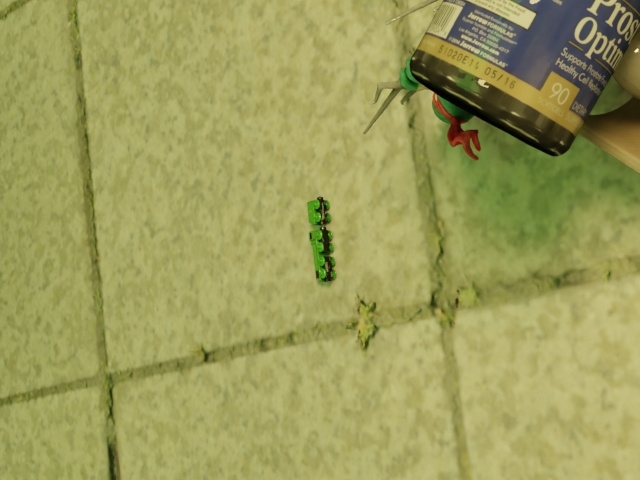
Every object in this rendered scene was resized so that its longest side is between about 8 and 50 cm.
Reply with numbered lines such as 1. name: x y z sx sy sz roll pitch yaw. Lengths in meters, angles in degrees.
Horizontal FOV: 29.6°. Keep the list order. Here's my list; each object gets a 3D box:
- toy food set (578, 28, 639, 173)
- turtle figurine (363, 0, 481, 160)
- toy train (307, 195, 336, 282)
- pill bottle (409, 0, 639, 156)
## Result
1. toy food set: 0.289 -0.173 0.780 0.220 0.092 0.306 49 122 56
2. turtle figurine: 0.139 -0.165 0.962 0.234 0.118 0.175 -42 19 33
3. toy train: 0.000 0.000 1.150 0.024 0.017 0.083 -16 76 53
4. pill bottle: 0.160 -0.177 0.792 0.123 0.123 0.219 35 99 40
